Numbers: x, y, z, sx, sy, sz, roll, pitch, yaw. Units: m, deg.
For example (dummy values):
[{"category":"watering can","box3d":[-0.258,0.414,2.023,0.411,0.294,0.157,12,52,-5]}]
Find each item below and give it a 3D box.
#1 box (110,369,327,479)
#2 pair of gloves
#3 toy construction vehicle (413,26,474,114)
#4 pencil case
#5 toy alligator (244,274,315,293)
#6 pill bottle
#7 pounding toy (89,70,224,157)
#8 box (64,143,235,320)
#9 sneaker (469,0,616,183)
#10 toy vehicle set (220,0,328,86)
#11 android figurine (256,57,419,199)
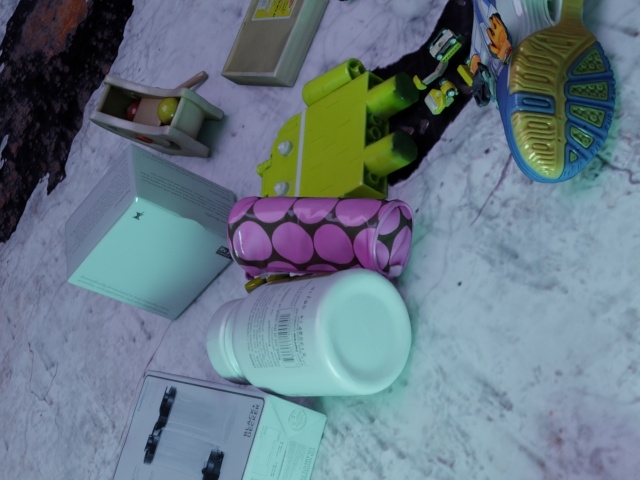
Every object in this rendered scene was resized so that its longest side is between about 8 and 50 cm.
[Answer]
[{"category":"box","box3d":[-0.131,0.256,1.233,0.290,0.087,0.169,-2,68,52]},{"category":"pair of gloves","box3d":[0.163,-0.175,1.007,0.074,0.010,0.083,-98,19,-46]},{"category":"toy construction vehicle","box3d":[0.154,-0.195,1.187,0.098,0.035,0.086,-51,47,24]},{"category":"pencil case","box3d":[0.000,0.000,1.170,0.209,0.095,0.098,1,85,32]},{"category":"toy alligator","box3d":[-0.030,0.059,1.260,0.190,0.056,0.051,-17,14,37]},{"category":"pill bottle","box3d":[-0.022,0.106,1.141,0.229,0.131,0.131,-11,61,50]},{"category":"pounding toy","box3d":[-0.260,-0.230,1.649,0.269,0.154,0.154,11,78,55]},{"category":"box","box3d":[-0.235,-0.008,1.451,0.182,0.181,0.119,-45,39,27]},{"category":"sneaker","box3d":[0.214,-0.174,1.051,0.131,0.112,0.296,129,148,-57]},{"category":"toy vehicle set","box3d":[-0.048,-0.358,1.550,0.166,0.035,0.267,17,83,55]},{"category":"android figurine","box3d":[0.009,-0.105,1.302,0.273,0.056,0.248,-22,53,43]}]
